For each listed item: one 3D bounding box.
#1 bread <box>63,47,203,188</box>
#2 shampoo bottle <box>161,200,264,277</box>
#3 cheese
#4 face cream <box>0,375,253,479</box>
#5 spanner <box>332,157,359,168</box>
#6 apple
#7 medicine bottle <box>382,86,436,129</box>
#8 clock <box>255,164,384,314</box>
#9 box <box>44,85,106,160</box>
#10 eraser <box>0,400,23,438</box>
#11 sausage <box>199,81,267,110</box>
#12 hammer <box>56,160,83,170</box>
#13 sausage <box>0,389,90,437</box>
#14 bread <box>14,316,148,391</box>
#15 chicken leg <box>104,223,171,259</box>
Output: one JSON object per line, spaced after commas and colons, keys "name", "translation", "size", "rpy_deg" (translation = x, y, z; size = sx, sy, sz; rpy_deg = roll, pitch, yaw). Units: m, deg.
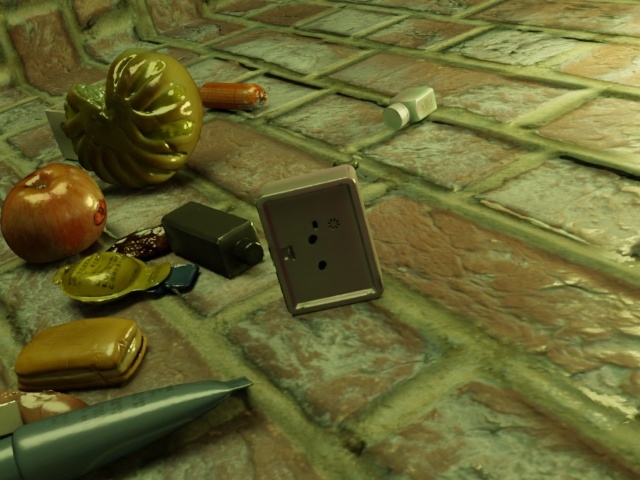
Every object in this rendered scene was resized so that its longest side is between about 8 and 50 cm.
{"name": "bread", "translation": [-0.414, -0.261, 2.053], "size": [0.333, 0.333, 0.160], "rpy_deg": [-3, 2, 26]}
{"name": "shampoo bottle", "translation": [-0.181, -0.001, 1.636], "size": [0.079, 0.080, 0.246], "rpy_deg": [-32, 29, -27]}
{"name": "cheese", "translation": [-0.334, 0.064, 1.612], "size": [0.250, 0.064, 0.156], "rpy_deg": [-1, 29, 10]}
{"name": "face cream", "translation": [-0.271, 0.241, 1.184], "size": [0.385, 0.086, 0.135], "rpy_deg": [-19, -1, -10]}
{"name": "spanner", "translation": [0.004, -0.100, 1.804], "size": [0.054, 0.015, 0.254], "rpy_deg": [2, 31, 30]}
{"name": "apple", "translation": [-0.521, -0.055, 1.850], "size": [0.209, 0.164, 0.209], "rpy_deg": [-13, 28, 7]}
{"name": "medicine bottle", "translation": [0.187, -0.284, 2.027], "size": [0.074, 0.055, 0.118], "rpy_deg": [8, 33, 40]}
{"name": "clock", "translation": [0.000, 0.000, 1.386], "size": [0.150, 0.197, 0.063], "rpy_deg": [-13, 23, 8]}
{"name": "box", "translation": [-0.515, -0.285, 2.348], "size": [0.333, 0.145, 0.173], "rpy_deg": [12, 39, 45]}
{"name": "eraser", "translation": [-0.498, 0.261, 1.231], "size": [0.213, 0.046, 0.092], "rpy_deg": [-21, -8, 21]}
{"name": "sausage", "translation": [-0.216, -0.370, 2.430], "size": [0.234, 0.071, 0.071], "rpy_deg": [11, 37, 44]}
{"name": "hammer", "translation": [-0.611, -0.106, 2.120], "size": [0.194, 0.069, 0.116], "rpy_deg": [-15, 54, 38]}
{"name": "sausage", "translation": [-0.445, 0.241, 1.299], "size": [0.304, 0.078, 0.078], "rpy_deg": [-4, 28, 24]}
{"name": "bread", "translation": [-0.361, 0.169, 1.408], "size": [0.200, 0.077, 0.116], "rpy_deg": [-8, 34, 19]}
{"name": "chicken leg", "translation": [-0.303, -0.005, 1.759], "size": [0.205, 0.053, 0.093], "rpy_deg": [-13, 10, -2]}
